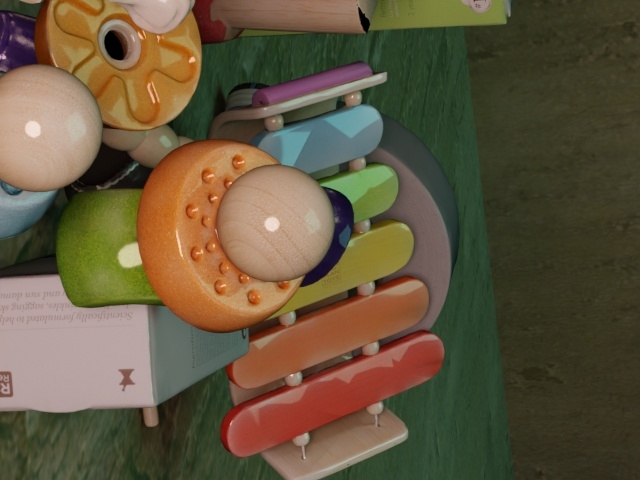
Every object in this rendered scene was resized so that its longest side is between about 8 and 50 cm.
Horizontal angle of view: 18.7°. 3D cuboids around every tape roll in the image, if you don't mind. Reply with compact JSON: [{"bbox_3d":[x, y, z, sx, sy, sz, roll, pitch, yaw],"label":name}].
[{"bbox_3d":[0.000,0.000,1.554,0.072,0.219,0.219,-64,150,-65],"label":"tape roll"}]

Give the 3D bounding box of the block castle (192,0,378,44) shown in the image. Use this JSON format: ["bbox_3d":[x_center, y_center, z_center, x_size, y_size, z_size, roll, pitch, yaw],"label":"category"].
[{"bbox_3d":[-0.101,-0.335,1.143,0.453,0.213,0.303,45,55,-59],"label":"block castle"}]

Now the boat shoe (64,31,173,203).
[{"bbox_3d":[-0.133,-0.091,1.295,0.228,0.081,0.069,-83,160,-55],"label":"boat shoe"}]

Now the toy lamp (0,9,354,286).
[{"bbox_3d":[-0.099,-0.055,1.182,0.274,0.080,0.080,33,49,-36],"label":"toy lamp"}]

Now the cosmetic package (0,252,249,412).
[{"bbox_3d":[-0.126,0.048,1.205,0.231,0.117,0.085,-18,104,-79],"label":"cosmetic package"}]

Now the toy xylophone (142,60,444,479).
[{"bbox_3d":[-0.031,0.033,1.434,0.236,0.081,0.323,-28,121,-28],"label":"toy xylophone"}]

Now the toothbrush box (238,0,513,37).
[{"bbox_3d":[0.006,-0.243,1.469,0.206,0.283,0.122,-68,152,-62],"label":"toothbrush box"}]

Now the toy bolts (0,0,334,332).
[{"bbox_3d":[-0.107,-0.063,0.987,0.228,0.158,0.218,4,79,-39],"label":"toy bolts"}]

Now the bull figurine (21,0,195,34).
[{"bbox_3d":[-0.153,-0.186,0.851,0.188,0.101,0.310,-90,157,-50],"label":"bull figurine"}]

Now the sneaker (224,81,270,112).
[{"bbox_3d":[-0.040,-0.037,1.722,0.211,0.080,0.081,60,37,-34],"label":"sneaker"}]
